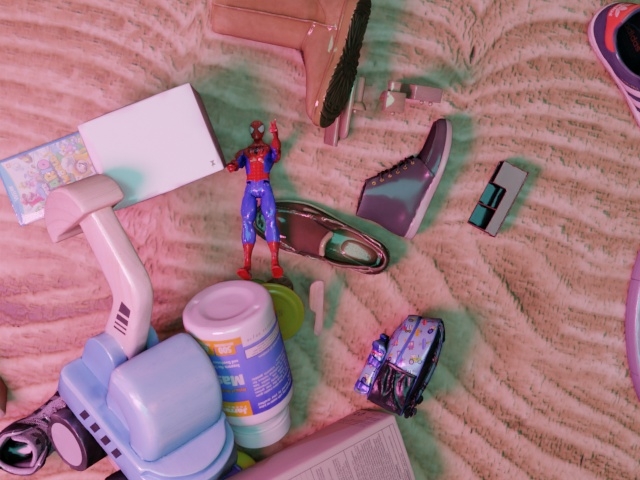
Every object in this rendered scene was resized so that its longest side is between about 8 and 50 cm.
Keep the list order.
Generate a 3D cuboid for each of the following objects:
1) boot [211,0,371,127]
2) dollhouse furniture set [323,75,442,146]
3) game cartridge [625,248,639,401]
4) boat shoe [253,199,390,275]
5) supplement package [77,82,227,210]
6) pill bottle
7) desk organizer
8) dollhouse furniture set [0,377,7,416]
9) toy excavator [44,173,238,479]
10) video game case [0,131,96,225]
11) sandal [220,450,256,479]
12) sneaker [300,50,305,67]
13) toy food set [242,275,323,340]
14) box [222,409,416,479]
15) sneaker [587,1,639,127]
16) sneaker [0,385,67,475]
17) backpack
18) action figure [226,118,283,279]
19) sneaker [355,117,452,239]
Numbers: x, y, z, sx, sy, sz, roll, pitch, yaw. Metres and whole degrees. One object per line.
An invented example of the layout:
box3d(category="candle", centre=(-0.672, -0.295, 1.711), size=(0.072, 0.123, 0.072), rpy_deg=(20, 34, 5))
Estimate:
box3d(category="boot", centre=(-0.065, -0.332, 1.621), size=(0.269, 0.089, 0.236), rpy_deg=(20, 94, 25))
box3d(category="dollhouse furniture set", centre=(0.105, -0.213, 1.674), size=(0.151, 0.144, 0.123), rpy_deg=(5, 100, -19))
box3d(category="game cartridge", centre=(0.660, 0.156, 1.775), size=(0.198, 0.062, 0.297), rpy_deg=(-2, 95, -8))
box3d(category="boat shoe", centre=(0.003, -0.008, 1.695), size=(0.257, 0.095, 0.095), rpy_deg=(16, 94, -5))
box3d(category="supplement package", centre=(-0.271, -0.154, 1.611), size=(0.194, 0.203, 0.149), rpy_deg=(-21, 96, -2))
box3d(category="pill bottle", centre=(-0.130, 0.216, 1.645), size=(0.152, 0.152, 0.272), rpy_deg=(-13, 120, -2))
box3d(category="desk organizer", centre=(0.316, -0.075, 1.735), size=(0.050, 0.047, 0.130), rpy_deg=(27, 92, -3))
box3d(category="dollhouse furniture set", centre=(-0.694, 0.232, 1.673), size=(0.212, 0.161, 0.242), rpy_deg=(-29, 118, -1))
box3d(category="toy excavator", centre=(-0.289, 0.173, 1.525), size=(0.433, 0.222, 0.445), rpy_deg=(45, 135, 20))
box3d(category="video game case", centre=(-0.466, -0.109, 1.696), size=(0.166, 0.015, 0.119), rpy_deg=(-21, 96, -1))
box3d(category="sandal", centre=(-0.202, 0.529, 1.697), size=(0.126, 0.138, 0.317), rpy_deg=(10, 92, 17))
box3d(category="sneaker", centre=(-0.008, -0.382, 1.688), size=(0.071, 0.066, 0.188), rpy_deg=(-15, 101, -19))
box3d(category="toy food set", centre=(-0.099, 0.115, 1.719), size=(0.217, 0.071, 0.128), rpy_deg=(-7, 121, 0))
box3d(category="box", centre=(-0.003, 0.417, 1.653), size=(0.311, 0.121, 0.148), rpy_deg=(-20, 96, -30))
box3d(category="sneaker", centre=(0.604, -0.266, 1.686), size=(0.131, 0.148, 0.350), rpy_deg=(-43, 96, 1))
box3d(category="sneaker", centre=(-0.454, 0.317, 1.664), size=(0.268, 0.153, 0.101), rpy_deg=(-37, 96, 0))
box3d(category="backpack", centre=(0.146, 0.204, 1.692), size=(0.116, 0.158, 0.173), rpy_deg=(23, 95, 11))
box3d(category="action figure", centre=(-0.108, -0.090, 1.630), size=(0.091, 0.139, 0.280), rpy_deg=(-4, 68, 4))
box3d(category="sneaker", centre=(0.147, -0.122, 1.701), size=(0.118, 0.083, 0.222), rpy_deg=(21, 94, -5))
